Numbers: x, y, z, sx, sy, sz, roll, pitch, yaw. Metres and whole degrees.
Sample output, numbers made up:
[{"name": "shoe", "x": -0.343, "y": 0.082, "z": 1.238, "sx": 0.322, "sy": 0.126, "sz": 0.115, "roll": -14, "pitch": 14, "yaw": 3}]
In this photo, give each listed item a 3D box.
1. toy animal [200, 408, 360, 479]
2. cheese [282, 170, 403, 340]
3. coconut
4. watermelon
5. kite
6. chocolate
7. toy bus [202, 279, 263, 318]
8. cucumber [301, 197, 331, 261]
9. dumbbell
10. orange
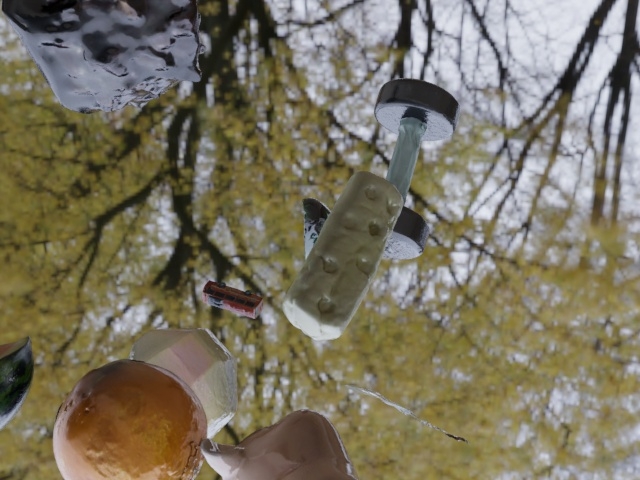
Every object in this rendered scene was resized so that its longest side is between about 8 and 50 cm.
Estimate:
[{"name": "toy animal", "x": -0.035, "y": 0.392, "z": 1.381, "sx": 0.269, "sy": 0.237, "sz": 0.326, "roll": 0, "pitch": -147, "yaw": 18}, {"name": "cheese", "x": 0.025, "y": 0.011, "z": 0.902, "sx": 0.065, "sy": 0.043, "sz": 0.194, "roll": 28, "pitch": -132, "yaw": 1}, {"name": "coconut", "x": -0.283, "y": 0.286, "z": 1.964, "sx": 0.259, "sy": 0.259, "sz": 0.259, "roll": 0, "pitch": -152, "yaw": 0}, {"name": "watermelon", "x": -0.503, "y": 0.244, "z": 1.469, "sx": 0.137, "sy": 0.145, "sz": 0.193, "roll": -3, "pitch": -163, "yaw": 35}, {"name": "kite", "x": 0.155, "y": 0.308, "z": 1.754, "sx": 0.245, "sy": 0.015, "sz": 0.141, "roll": 31, "pitch": 169, "yaw": -19}, {"name": "chocolate", "x": -0.187, "y": -0.250, "z": 1.061, "sx": 0.177, "sy": 0.224, "sz": 0.206, "roll": 4, "pitch": -135, "yaw": 33}, {"name": "toy bus", "x": -0.155, "y": 0.103, "z": 1.721, "sx": 0.110, "sy": 0.031, "sz": 0.043, "roll": 16, "pitch": -141, "yaw": 17}, {"name": "cucumber", "x": 0.000, "y": 0.000, "z": 1.736, "sx": 0.063, "sy": 0.244, "sz": 0.115, "roll": -4, "pitch": -112, "yaw": 2}, {"name": "dumbbell", "x": 0.093, "y": -0.082, "z": 1.131, "sx": 0.100, "sy": 0.100, "sz": 0.191, "roll": 11, "pitch": -106, "yaw": 20}, {"name": "orange", "x": -0.303, "y": 0.311, "z": 1.580, "sx": 0.246, "sy": 0.246, "sz": 0.246, "roll": 0, "pitch": -152, "yaw": 0}]
